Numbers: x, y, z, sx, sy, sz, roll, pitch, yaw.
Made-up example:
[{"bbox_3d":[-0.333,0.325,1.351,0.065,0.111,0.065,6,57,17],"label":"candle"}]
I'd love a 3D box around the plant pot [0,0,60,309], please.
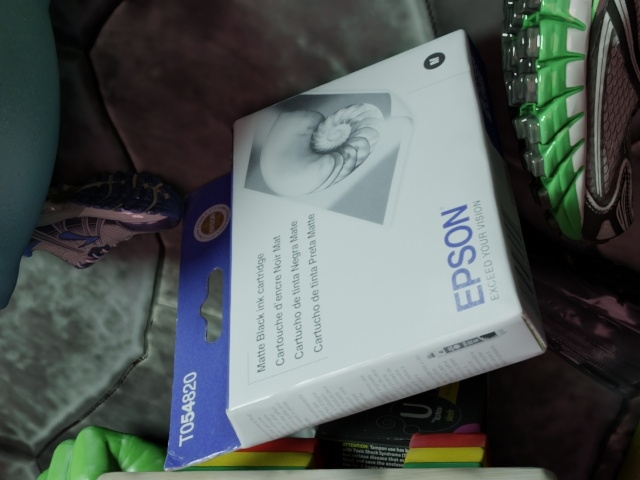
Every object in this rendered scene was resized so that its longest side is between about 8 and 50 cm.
[{"bbox_3d":[-0.268,-0.113,0.617,0.293,0.293,0.196,27,89,0],"label":"plant pot"}]

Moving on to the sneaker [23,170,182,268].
[{"bbox_3d":[-0.153,-0.011,0.744,0.135,0.052,0.058,1,122,19],"label":"sneaker"}]

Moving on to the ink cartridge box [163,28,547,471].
[{"bbox_3d":[0.000,0.000,0.623,0.224,0.223,0.045,-22,135,19],"label":"ink cartridge box"}]

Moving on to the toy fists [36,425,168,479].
[{"bbox_3d":[-0.169,0.267,0.833,0.142,0.096,0.279,19,116,4],"label":"toy fists"}]

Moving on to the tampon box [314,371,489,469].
[{"bbox_3d":[0.057,0.170,0.731,0.101,0.120,0.161,4,113,11],"label":"tampon box"}]

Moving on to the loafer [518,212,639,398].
[{"bbox_3d":[0.119,0.029,0.685,0.223,0.076,0.078,27,118,1],"label":"loafer"}]

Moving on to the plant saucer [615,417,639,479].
[{"bbox_3d":[0.268,0.196,0.691,0.188,0.045,0.188,28,125,26],"label":"plant saucer"}]

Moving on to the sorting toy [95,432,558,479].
[{"bbox_3d":[0.021,0.231,0.648,0.257,0.089,0.255,-4,112,15],"label":"sorting toy"}]

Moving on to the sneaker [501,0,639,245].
[{"bbox_3d":[0.175,-0.152,0.569,0.146,0.134,0.343,5,116,2],"label":"sneaker"}]
